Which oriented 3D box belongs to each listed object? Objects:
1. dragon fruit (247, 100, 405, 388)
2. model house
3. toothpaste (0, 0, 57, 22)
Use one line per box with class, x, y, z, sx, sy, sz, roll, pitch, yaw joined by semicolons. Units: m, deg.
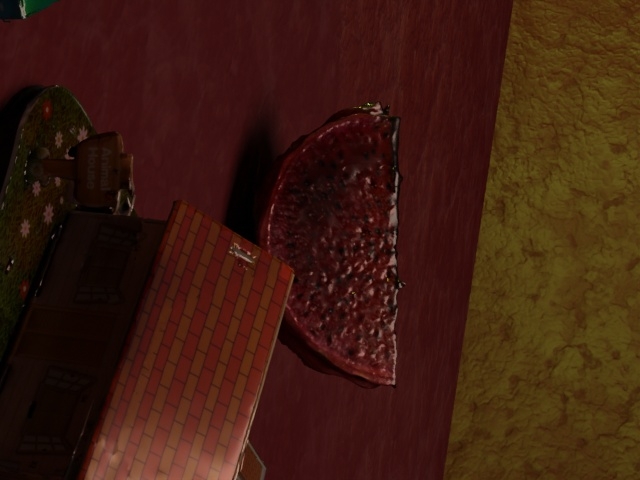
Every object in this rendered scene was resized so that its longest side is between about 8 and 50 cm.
dragon fruit;0.000;0.000;1.226;0.189;0.163;0.262;15;76;-46
model house;-0.113;0.070;0.777;0.207;0.154;0.294;75;25;-56
toothpaste;-0.137;-0.179;0.768;0.267;0.065;0.050;-55;147;-62
